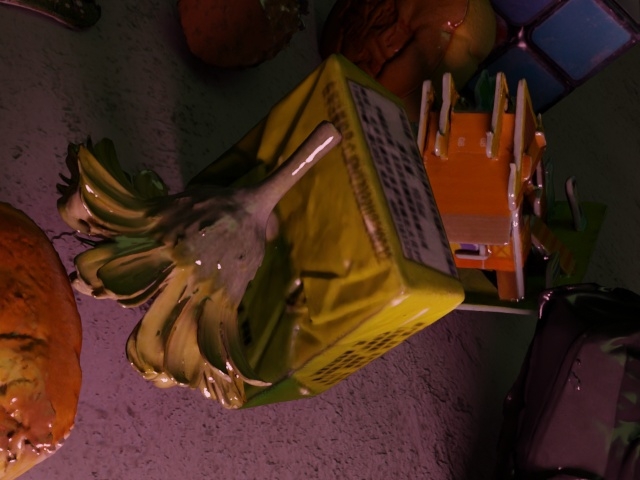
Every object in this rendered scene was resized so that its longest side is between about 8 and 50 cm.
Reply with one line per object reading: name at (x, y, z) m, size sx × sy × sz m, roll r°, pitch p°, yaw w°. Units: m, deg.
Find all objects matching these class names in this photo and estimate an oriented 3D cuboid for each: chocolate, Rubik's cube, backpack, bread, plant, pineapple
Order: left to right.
bread at (-0.298, 0.086, 0.955) m, size 0.179 × 0.133 × 0.250 m, roll 24°, pitch 46°, yaw -40°
plant at (-0.125, 0.005, 1.118) m, size 0.297 × 0.261 × 0.306 m, roll -41°, pitch 88°, yaw -25°
pineapple at (-0.088, -0.322, 1.546) m, size 0.158 × 0.158 × 0.279 m, roll 52°, pitch 23°, yaw -3°
chocolate at (0.000, 0.000, 1.221) m, size 0.137 × 0.289 × 0.300 m, roll 10°, pitch 54°, yaw -40°
bread at (0.127, -0.308, 1.660) m, size 0.148 × 0.270 × 0.269 m, roll 27°, pitch 42°, yaw -45°
Rubik's cube at (0.364, -0.443, 1.988) m, size 0.316 × 0.318 × 0.313 m, roll 38°, pitch 38°, yaw -19°
backpack at (0.351, 0.275, 1.371) m, size 0.363 × 0.255 × 0.445 m, roll 19°, pitch 81°, yaw -42°

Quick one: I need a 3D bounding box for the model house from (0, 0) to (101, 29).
model house at (-0.331, -0.427, 1.328) m, size 0.207 × 0.154 × 0.293 m, roll 14°, pitch 52°, yaw -44°

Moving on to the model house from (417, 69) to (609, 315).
model house at (0.267, -0.109, 1.549) m, size 0.357 × 0.243 × 0.312 m, roll -49°, pitch 139°, yaw -53°
